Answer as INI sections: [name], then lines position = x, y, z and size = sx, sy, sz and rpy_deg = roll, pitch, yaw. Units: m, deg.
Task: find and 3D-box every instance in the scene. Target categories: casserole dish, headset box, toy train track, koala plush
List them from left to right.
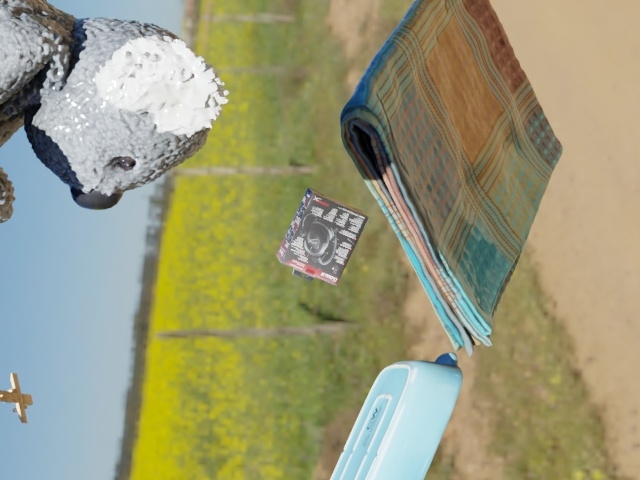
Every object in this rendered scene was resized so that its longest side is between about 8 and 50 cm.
[toy train track]
position = -0.286, 0.143, 1.243
size = 0.083, 0.014, 0.048
rpy_deg = 33, -140, -71
[koala plush]
position = -0.172, -0.099, 0.912
size = 0.196, 0.221, 0.203
rpy_deg = 146, 128, -84
[headset box]
position = 0.000, 0.000, 1.330
size = 0.083, 0.062, 0.032
rpy_deg = -65, 15, 9
[casserole dish]
position = 0.042, 0.158, 0.981
size = 0.188, 0.037, 0.114
rpy_deg = -64, 11, -12

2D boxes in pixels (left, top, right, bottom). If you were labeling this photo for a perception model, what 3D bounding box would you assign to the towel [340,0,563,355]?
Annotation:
[towel]
position = 0.143, -0.103, 1.351
size = 0.271, 0.040, 0.370
rpy_deg = 60, -145, -22
